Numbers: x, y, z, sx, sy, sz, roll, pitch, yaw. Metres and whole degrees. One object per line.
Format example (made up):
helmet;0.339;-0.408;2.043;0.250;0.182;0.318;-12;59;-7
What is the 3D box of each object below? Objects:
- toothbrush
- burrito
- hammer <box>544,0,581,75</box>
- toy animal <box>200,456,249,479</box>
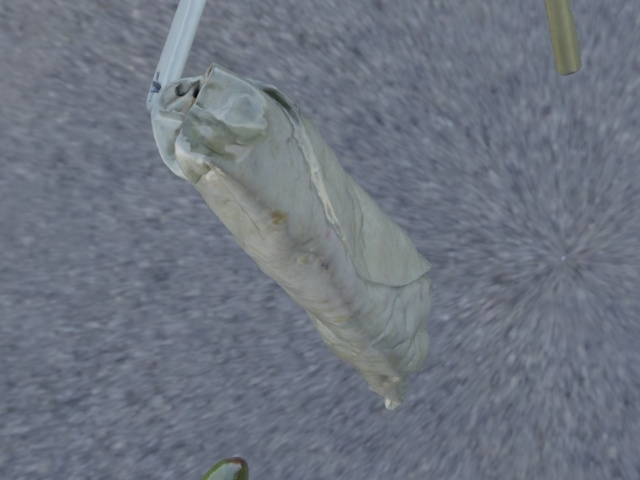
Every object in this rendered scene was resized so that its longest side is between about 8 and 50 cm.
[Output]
toothbrush;-0.058;-0.269;1.066;0.040;0.040;0.386;19;91;8
burrito;0.000;0.000;0.781;0.059;0.275;0.082;-12;59;19
hammer;0.105;-0.130;0.731;0.028;0.195;0.060;1;57;18
toy animal;-0.118;0.312;1.218;0.180;0.181;0.363;-7;126;-6
